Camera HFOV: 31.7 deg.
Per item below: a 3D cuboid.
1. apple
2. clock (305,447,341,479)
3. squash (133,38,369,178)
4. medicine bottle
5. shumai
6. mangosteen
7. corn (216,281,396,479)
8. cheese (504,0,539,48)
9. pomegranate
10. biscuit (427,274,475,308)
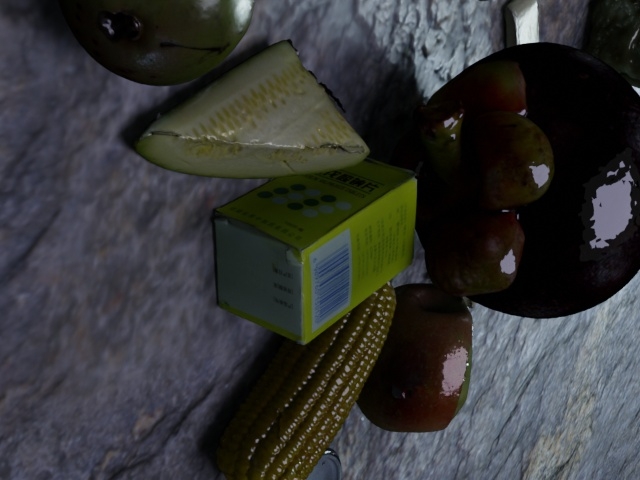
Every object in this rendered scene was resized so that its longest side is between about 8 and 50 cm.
[{"bbox_3d":[0.127,0.166,1.610,0.173,0.207,0.188,-7,113,-24],"label":"apple"},{"bbox_3d":[-0.034,0.357,1.590,0.156,0.063,0.229,-64,146,-12],"label":"clock"},{"bbox_3d":[-0.082,-0.092,1.239,0.169,0.093,0.252,51,50,-2],"label":"squash"},{"bbox_3d":[0.000,0.000,1.383,0.250,0.137,0.141,-32,131,-45],"label":"medicine bottle"},{"bbox_3d":[0.615,-0.378,2.038,0.225,0.222,0.261,26,80,-55],"label":"shumai"},{"bbox_3d":[0.277,-0.080,1.531,0.435,0.382,0.382,-5,110,-62],"label":"mangosteen"},{"bbox_3d":[-0.008,0.180,1.477,0.344,0.131,0.131,-57,145,-21],"label":"corn"},{"bbox_3d":[0.338,-0.222,1.875,0.085,0.034,0.400,-48,142,-39],"label":"cheese"},{"bbox_3d":[-0.141,-0.250,1.022,0.179,0.179,0.211,45,52,-55],"label":"pomegranate"},{"bbox_3d":[0.258,-0.007,1.838,0.239,0.061,0.108,-62,147,-12],"label":"biscuit"}]
